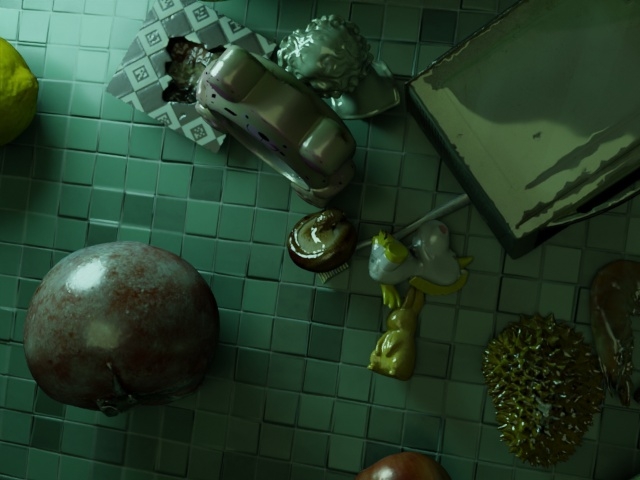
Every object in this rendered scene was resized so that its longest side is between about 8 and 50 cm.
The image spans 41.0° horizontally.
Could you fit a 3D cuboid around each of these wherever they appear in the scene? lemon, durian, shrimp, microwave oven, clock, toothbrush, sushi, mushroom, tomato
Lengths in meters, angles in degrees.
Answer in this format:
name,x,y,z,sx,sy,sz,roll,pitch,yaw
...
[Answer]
name,x,y,z,sx,sy,sz,roll,pitch,yaw
lemon,-0.640,-0.267,1.508,0.263,0.236,0.235,24,95,28
durian,0.355,0.235,1.355,0.183,0.138,0.249,-16,81,20
shrimp,0.497,0.146,1.360,0.133,0.053,0.235,1,78,-6
microwave oven,0.371,-0.204,1.277,0.394,0.247,0.333,-34,82,4
clock,-0.066,-0.177,1.332,0.284,0.309,0.114,40,86,-2
toothbrush,0.156,-0.025,1.444,0.375,0.028,0.037,-28,90,11
sushi,-0.225,-0.300,1.515,0.231,0.047,0.219,30,91,5
mushroom,0.000,0.000,1.433,0.127,0.127,0.087,-22,130,11
tomato,-0.324,0.151,1.400,0.317,0.316,0.282,-15,68,11

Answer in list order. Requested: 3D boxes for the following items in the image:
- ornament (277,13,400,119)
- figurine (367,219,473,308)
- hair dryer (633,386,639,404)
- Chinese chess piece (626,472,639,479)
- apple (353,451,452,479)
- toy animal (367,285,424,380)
name,x,y,z,sx,sy,sz,roll,pitch,yaw
ornament,0.051,-0.257,1.347,0.130,0.285,0.120,-19,72,26
figurine,0.166,0.034,1.405,0.178,0.109,0.129,-12,97,-16
hair dryer,0.641,0.237,1.340,0.195,0.053,0.220,43,91,8
Chinese chess piece,0.574,0.506,1.273,0.350,0.146,0.349,3,99,18
apple,0.142,0.437,1.369,0.199,0.199,0.199,0,90,12
toy animal,0.137,0.153,1.436,0.070,0.083,0.159,7,79,38
